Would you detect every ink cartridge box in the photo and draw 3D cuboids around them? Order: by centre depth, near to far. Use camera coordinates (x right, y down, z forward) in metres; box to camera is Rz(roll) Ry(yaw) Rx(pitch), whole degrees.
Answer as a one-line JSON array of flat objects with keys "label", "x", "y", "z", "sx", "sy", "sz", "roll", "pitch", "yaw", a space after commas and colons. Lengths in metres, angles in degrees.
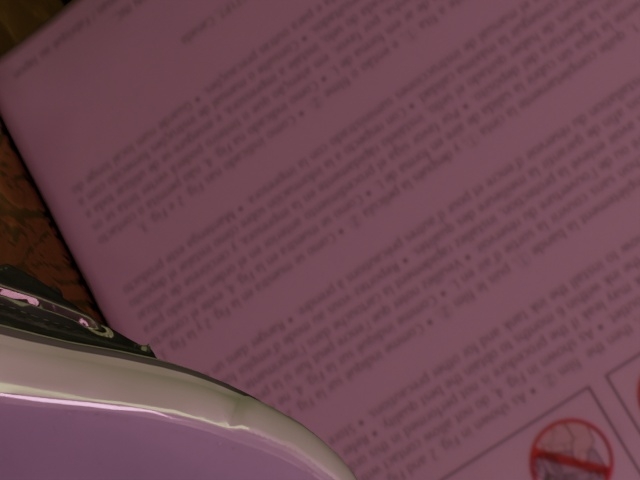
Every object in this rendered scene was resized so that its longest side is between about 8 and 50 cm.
[{"label": "ink cartridge box", "x": 0.085, "y": 0.008, "z": 0.680, "sx": 0.385, "sy": 0.308, "sz": 0.091, "roll": 60, "pitch": 16, "yaw": 18}]

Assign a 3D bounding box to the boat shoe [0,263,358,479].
[{"label": "boat shoe", "x": -0.087, "y": 0.038, "z": 0.450, "sx": 0.228, "sy": 0.080, "sz": 0.076, "roll": 18, "pitch": 32, "yaw": -30}]
